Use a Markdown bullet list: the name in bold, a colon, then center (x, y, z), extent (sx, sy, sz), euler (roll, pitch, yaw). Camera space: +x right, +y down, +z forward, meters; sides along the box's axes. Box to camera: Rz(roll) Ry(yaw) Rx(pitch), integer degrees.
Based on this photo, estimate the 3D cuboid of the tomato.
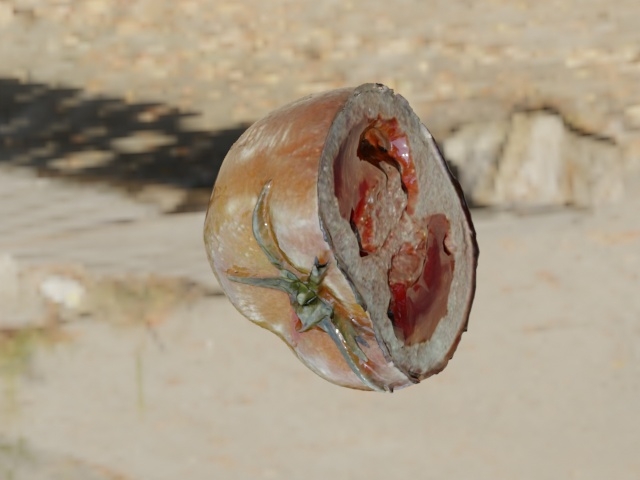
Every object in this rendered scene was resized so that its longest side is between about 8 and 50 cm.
- **tomato**: center (0.000, 0.000, 1.371), extent (0.155, 0.181, 0.214), euler (-3, 126, 37)
